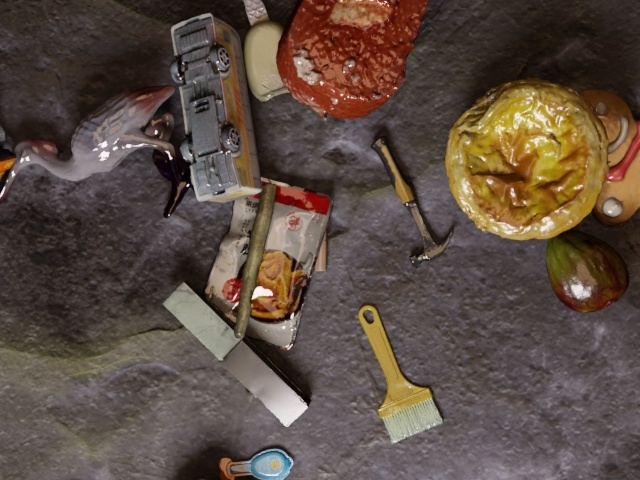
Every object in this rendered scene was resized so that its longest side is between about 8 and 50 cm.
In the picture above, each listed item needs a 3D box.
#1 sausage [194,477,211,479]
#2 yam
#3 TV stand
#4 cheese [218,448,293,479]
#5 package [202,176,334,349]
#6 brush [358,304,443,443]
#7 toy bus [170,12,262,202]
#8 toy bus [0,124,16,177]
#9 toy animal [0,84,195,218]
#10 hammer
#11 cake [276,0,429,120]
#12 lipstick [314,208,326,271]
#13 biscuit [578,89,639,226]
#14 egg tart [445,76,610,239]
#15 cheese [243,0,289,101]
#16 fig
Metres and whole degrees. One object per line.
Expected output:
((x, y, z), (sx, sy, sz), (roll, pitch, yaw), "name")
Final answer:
((-0.121, 0.442, 1.813), (0.241, 0.136, 0.120), (45, 58, 7), "sausage")
((-0.099, 0.028, 1.861), (0.029, 0.027, 0.234), (18, 76, -27), "yam")
((-0.122, 0.164, 1.867), (0.256, 0.040, 0.049), (44, 100, 0), "TV stand")
((-0.095, 0.333, 1.876), (0.111, 0.017, 0.047), (-6, 82, 1), "cheese")
((-0.083, 0.029, 1.896), (0.154, 0.030, 0.239), (16, 86, 5), "package")
((0.104, 0.190, 1.887), (0.083, 0.011, 0.205), (-23, 84, 0), "brush")
((-0.151, -0.191, 1.869), (0.092, 0.106, 0.268), (-14, 79, 27), "toy bus")
((-0.620, -0.176, 1.868), (0.329, 0.143, 0.153), (39, 109, 6), "toy bus")
((-0.325, -0.139, 1.888), (0.324, 0.090, 0.195), (5, 94, 4), "toy animal")
((0.133, -0.065, 1.902), (0.078, 0.021, 0.201), (-25, 86, -1), "hammer")
((0.046, -0.315, 1.848), (0.177, 0.151, 0.283), (21, 80, -9), "cake")
((0.000, 0.000, 1.902), (0.019, 0.019, 0.094), (-1, 85, 2), "lipstick")
((0.494, -0.102, 1.883), (0.339, 0.047, 0.216), (39, 86, 4), "biscuit")
((0.300, -0.118, 1.851), (0.241, 0.106, 0.241), (1, 93, 13), "egg tart")
((-0.084, -0.310, 1.921), (0.097, 0.037, 0.192), (-19, 85, -1), "cheese")
((0.374, 0.030, 1.851), (0.109, 0.103, 0.155), (-15, 70, -36), "fig")
